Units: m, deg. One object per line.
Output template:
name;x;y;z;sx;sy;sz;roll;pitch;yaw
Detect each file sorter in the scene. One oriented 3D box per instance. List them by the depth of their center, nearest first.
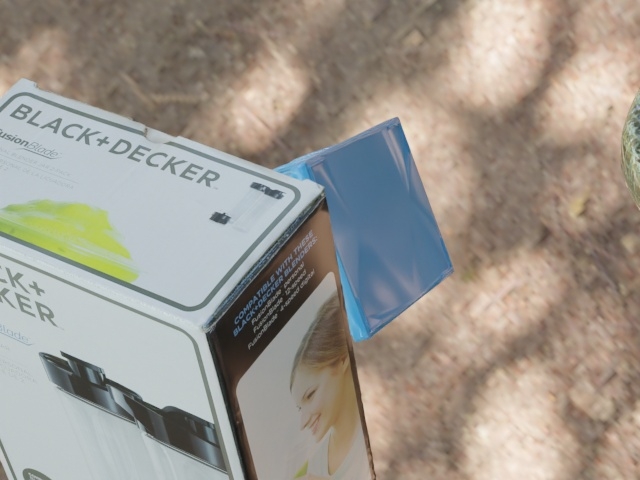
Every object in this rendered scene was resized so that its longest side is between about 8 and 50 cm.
file sorter;0.000;0.000;1.184;0.104;0.170;0.118;-17;96;26

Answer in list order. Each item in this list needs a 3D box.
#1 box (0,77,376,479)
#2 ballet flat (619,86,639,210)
box;-0.069;0.080;0.800;0.169;0.290;0.087;21;52;27
ballet flat;0.401;-0.028;0.893;0.483;0.182;0.164;2;67;20
